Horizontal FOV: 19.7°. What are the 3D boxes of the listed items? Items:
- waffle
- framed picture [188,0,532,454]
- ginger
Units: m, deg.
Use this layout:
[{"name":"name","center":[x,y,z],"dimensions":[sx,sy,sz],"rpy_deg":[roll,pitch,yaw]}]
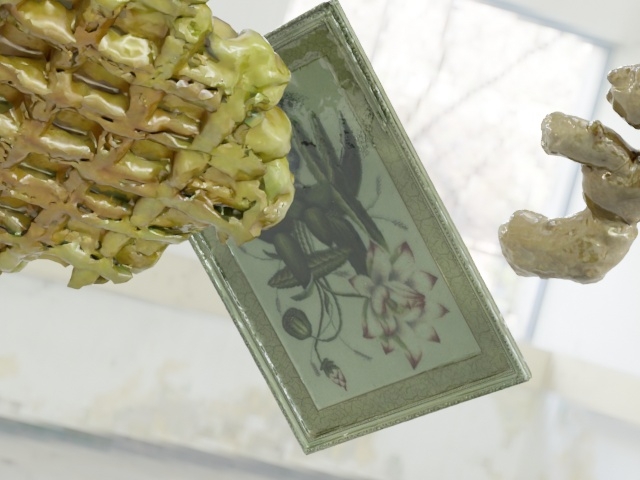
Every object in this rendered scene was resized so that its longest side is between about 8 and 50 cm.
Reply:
[{"name":"waffle","center":[-0.138,-0.059,0.804],"dimensions":[0.254,0.052,0.245],"rpy_deg":[-9,-38,19]},{"name":"framed picture","center":[0.000,0.000,1.025],"dimensions":[0.173,0.231,0.010],"rpy_deg":[-25,6,39]},{"name":"ginger","center":[0.214,-0.049,1.343],"dimensions":[0.258,0.065,0.149],"rpy_deg":[-23,-70,45]}]
